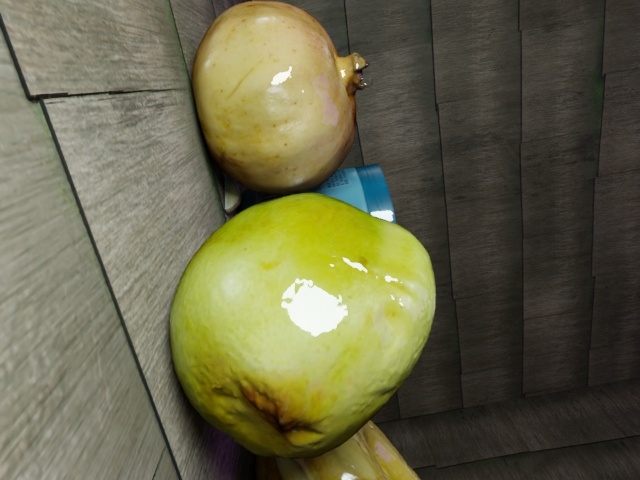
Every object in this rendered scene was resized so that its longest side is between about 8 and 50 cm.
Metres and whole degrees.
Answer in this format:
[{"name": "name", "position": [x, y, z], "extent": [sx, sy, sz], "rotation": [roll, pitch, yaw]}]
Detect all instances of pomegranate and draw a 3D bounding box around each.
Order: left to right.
[{"name": "pomegranate", "position": [-0.064, -0.257, 0.822], "extent": [0.338, 0.337, 0.339], "rotation": [-10, 90, -89]}]

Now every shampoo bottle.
[{"name": "shampoo bottle", "position": [0.000, 0.000, 1.119], "extent": [0.331, 0.342, 0.332], "rotation": [-10, 90, -89]}]

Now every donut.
[{"name": "donut", "position": [0.058, 0.452, 0.787], "extent": [0.449, 0.198, 0.449], "rotation": [50, 0, -1]}]

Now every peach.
[{"name": "peach", "position": [-0.028, 0.089, 0.546], "extent": [0.314, 0.281, 0.316], "rotation": [-48, -170, 47]}]

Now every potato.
[{"name": "potato", "position": [-0.174, -0.091, 0.912], "extent": [0.037, 0.036, 0.093], "rotation": [73, 6, -54]}]
